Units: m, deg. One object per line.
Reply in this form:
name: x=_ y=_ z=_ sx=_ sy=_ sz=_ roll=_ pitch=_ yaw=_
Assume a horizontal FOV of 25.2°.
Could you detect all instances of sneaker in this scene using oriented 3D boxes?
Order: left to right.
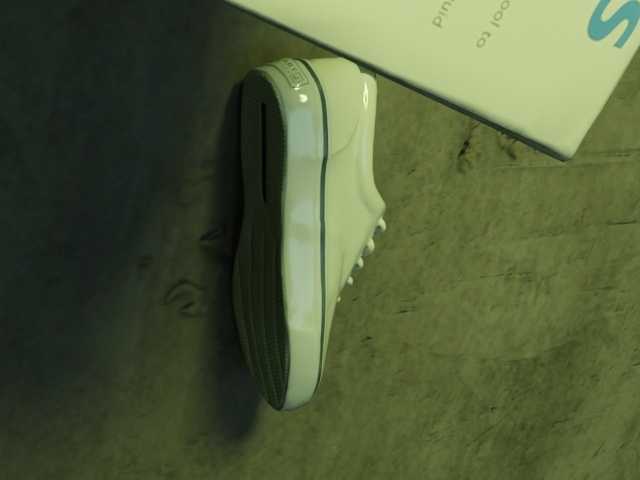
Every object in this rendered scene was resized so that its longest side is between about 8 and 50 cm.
sneaker: x=0.000 y=0.000 z=0.953 sx=0.091 sy=0.094 sz=0.258 roll=-12 pitch=125 yaw=-26

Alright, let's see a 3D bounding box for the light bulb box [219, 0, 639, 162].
light bulb box: x=-0.060 y=-0.242 z=0.547 sx=0.361 sy=0.358 sz=0.225 roll=17 pitch=109 yaw=-45
